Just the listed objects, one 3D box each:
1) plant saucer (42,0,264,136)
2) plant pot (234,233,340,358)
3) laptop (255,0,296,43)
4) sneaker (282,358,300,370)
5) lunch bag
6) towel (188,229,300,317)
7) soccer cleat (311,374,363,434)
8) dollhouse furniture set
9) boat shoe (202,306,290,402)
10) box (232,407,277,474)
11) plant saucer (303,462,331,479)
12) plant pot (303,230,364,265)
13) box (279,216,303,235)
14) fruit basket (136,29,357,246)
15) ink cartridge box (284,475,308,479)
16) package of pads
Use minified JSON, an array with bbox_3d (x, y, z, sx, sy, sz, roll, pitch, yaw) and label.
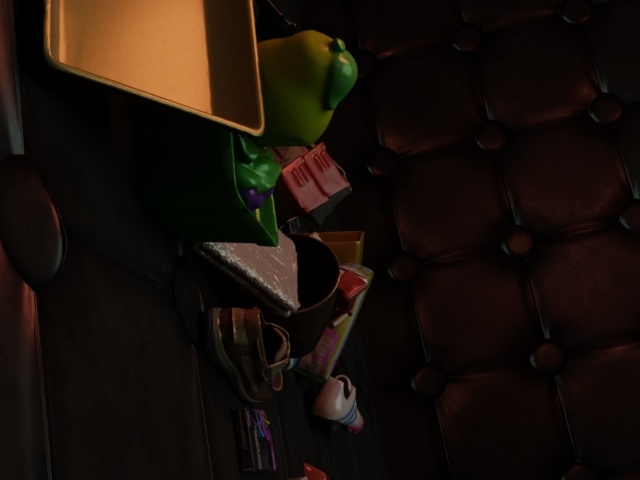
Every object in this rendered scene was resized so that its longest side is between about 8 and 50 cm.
[{"bbox_3d":[-0.240,-0.311,1.138,0.333,0.081,0.333,15,60,-42],"label":"plant saucer"},{"bbox_3d":[-0.064,0.141,1.751,0.230,0.215,0.215,88,-2,-47],"label":"plant pot"},{"bbox_3d":[-0.214,-0.487,1.900,0.382,0.236,0.408,-121,-138,-65],"label":"laptop"},{"bbox_3d":[-0.078,0.224,1.916,0.084,0.058,0.152,25,57,-73],"label":"sneaker"},{"bbox_3d":[-0.075,-0.192,2.149,0.287,0.169,0.235,43,0,9],"label":"lunch bag"},{"bbox_3d":[-0.137,0.009,1.555,0.282,0.049,0.187,39,31,-36],"label":"towel"},{"bbox_3d":[0.062,0.441,2.233,0.331,0.116,0.143,49,57,-71],"label":"soccer cleat"},{"bbox_3d":[0.000,0.000,1.854,0.152,0.201,0.374,-35,97,-37],"label":"dollhouse furniture set"},{"bbox_3d":[-0.111,0.211,1.510,0.324,0.116,0.123,62,18,-62],"label":"boat shoe"},{"bbox_3d":[-0.119,0.369,1.523,0.162,0.029,0.116,47,31,-72],"label":"box"},{"bbox_3d":[0.025,0.682,1.965,0.258,0.048,0.259,65,14,-56],"label":"plant saucer"},{"bbox_3d":[0.018,0.082,2.351,0.212,0.212,0.187,-54,141,-79],"label":"plant pot"},{"bbox_3d":[-0.097,0.001,2.021,0.158,0.093,0.156,38,41,-76],"label":"box"},{"bbox_3d":[-0.104,-0.200,1.338,0.283,0.392,0.392,60,19,-65],"label":"fruit basket"},{"bbox_3d":[-0.057,0.521,1.614,0.135,0.056,0.099,40,38,-76],"label":"ink cartridge box"},{"bbox_3d":[0.035,0.203,2.135,0.229,0.101,0.296,-11,124,-82],"label":"package of pads"}]
